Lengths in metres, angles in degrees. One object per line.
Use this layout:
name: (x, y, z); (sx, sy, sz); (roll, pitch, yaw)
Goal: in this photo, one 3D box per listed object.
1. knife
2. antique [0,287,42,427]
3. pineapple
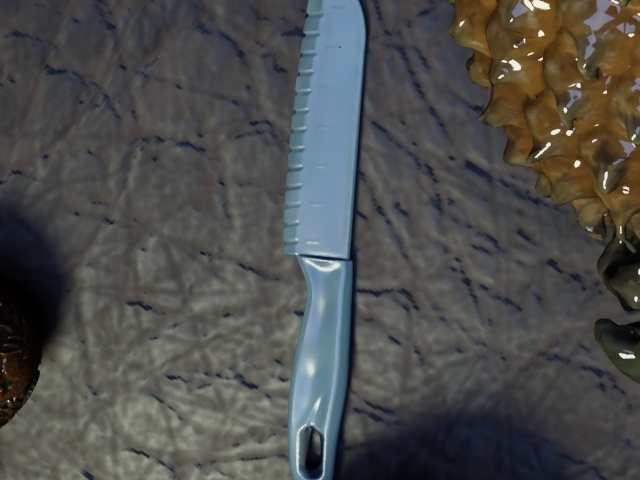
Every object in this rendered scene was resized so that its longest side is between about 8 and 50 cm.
knife: (0.000, 0.000, 0.769); (0.045, 0.019, 0.313); (6, 103, 9)
antique: (-0.207, 0.067, 0.771); (0.104, 0.104, 0.104); (2, 105, 8)
pineapple: (0.191, -0.048, 0.642); (0.223, 0.223, 0.357); (-15, 110, 12)
